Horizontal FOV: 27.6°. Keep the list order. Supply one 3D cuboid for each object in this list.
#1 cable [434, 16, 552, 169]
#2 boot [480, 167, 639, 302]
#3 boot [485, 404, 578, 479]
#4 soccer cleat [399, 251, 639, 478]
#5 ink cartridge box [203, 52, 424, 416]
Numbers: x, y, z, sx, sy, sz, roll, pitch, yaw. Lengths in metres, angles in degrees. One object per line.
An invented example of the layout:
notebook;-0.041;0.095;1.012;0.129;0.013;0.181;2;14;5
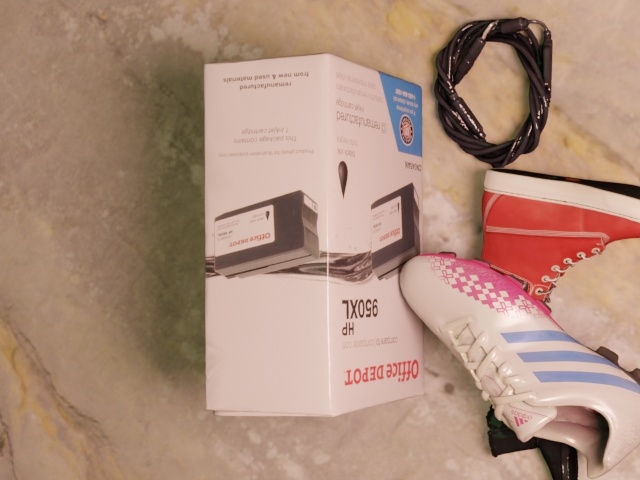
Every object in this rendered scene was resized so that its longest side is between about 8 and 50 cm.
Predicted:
cable;0.206;-0.177;1.569;0.151;0.047;0.184;2;90;26
boot;0.299;0.018;1.504;0.244;0.088;0.176;9;100;26
boot;0.249;0.240;1.536;0.099;0.045;0.121;-9;77;23
soccer cleat;0.216;0.137;1.462;0.331;0.143;0.116;32;143;11
ink cartridge box;0.000;0.000;1.532;0.166;0.285;0.394;-1;88;26
